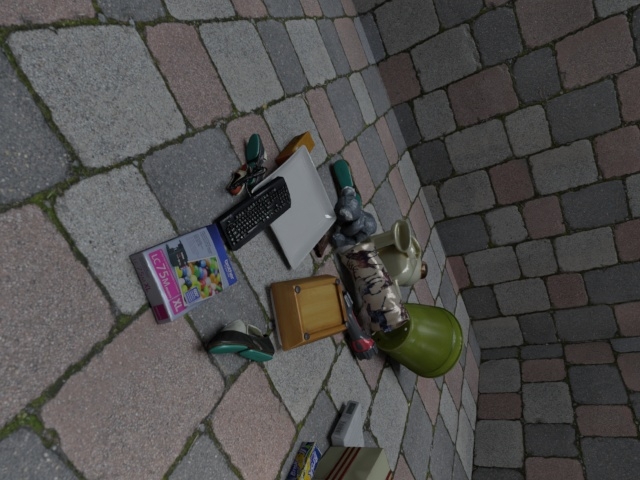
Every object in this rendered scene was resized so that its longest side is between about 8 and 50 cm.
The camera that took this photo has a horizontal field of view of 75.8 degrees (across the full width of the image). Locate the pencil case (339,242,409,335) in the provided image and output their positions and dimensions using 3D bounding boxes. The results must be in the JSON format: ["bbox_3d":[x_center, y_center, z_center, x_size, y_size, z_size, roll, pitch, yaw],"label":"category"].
[{"bbox_3d":[0.231,0.207,1.831,0.160,0.183,0.411,118,-51,-72],"label":"pencil case"}]

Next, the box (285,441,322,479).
[{"bbox_3d":[-0.056,0.726,1.297,0.059,0.054,0.169,64,33,-18],"label":"box"}]

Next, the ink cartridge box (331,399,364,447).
[{"bbox_3d":[0.110,0.771,1.580,0.189,0.066,0.233,-45,137,-56],"label":"ink cartridge box"}]

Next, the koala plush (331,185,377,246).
[{"bbox_3d":[0.132,-0.112,1.790,0.221,0.203,0.196,67,26,-43],"label":"koala plush"}]

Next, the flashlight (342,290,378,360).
[{"bbox_3d":[0.145,0.361,1.758,0.103,0.103,0.304,-28,100,-21],"label":"flashlight"}]

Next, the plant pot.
[{"bbox_3d":[0.443,0.457,2.006,0.353,0.366,0.367,26,54,-38],"label":"plant pot"}]

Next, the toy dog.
[{"bbox_3d":[0.413,0.114,2.110,0.408,0.284,0.396,27,39,-60],"label":"toy dog"}]

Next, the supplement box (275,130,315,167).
[{"bbox_3d":[-0.098,-0.362,1.683,0.080,0.078,0.233,58,35,-27],"label":"supplement box"}]

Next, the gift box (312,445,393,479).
[{"bbox_3d":[0.108,0.829,1.319,0.258,0.276,0.255,-22,91,-58],"label":"gift box"}]

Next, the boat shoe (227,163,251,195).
[{"bbox_3d":[-0.269,-0.209,1.363,0.043,0.049,0.137,46,46,-37],"label":"boat shoe"}]

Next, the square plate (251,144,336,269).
[{"bbox_3d":[-0.092,-0.127,1.546,0.344,0.049,0.347,-50,126,-39],"label":"square plate"}]

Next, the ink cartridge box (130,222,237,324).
[{"bbox_3d":[-0.338,0.071,1.112,0.311,0.065,0.186,-35,108,-60],"label":"ink cartridge box"}]

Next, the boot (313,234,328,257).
[{"bbox_3d":[0.000,0.000,1.726,0.114,0.037,0.106,-61,142,-46],"label":"boot"}]

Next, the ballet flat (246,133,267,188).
[{"bbox_3d":[-0.223,-0.272,1.444,0.074,0.074,0.203,23,64,-54],"label":"ballet flat"}]

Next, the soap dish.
[{"bbox_3d":[-0.030,0.241,1.446,0.290,0.118,0.229,-4,80,-48],"label":"soap dish"}]

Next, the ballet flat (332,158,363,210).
[{"bbox_3d":[0.138,-0.226,2.012,0.124,0.116,0.343,9,64,-78],"label":"ballet flat"}]

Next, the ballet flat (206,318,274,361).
[{"bbox_3d":[-0.229,0.285,1.179,0.280,0.095,0.096,43,32,-58],"label":"ballet flat"}]

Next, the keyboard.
[{"bbox_3d":[-0.216,-0.127,1.336,0.317,0.033,0.202,-45,121,-41],"label":"keyboard"}]
